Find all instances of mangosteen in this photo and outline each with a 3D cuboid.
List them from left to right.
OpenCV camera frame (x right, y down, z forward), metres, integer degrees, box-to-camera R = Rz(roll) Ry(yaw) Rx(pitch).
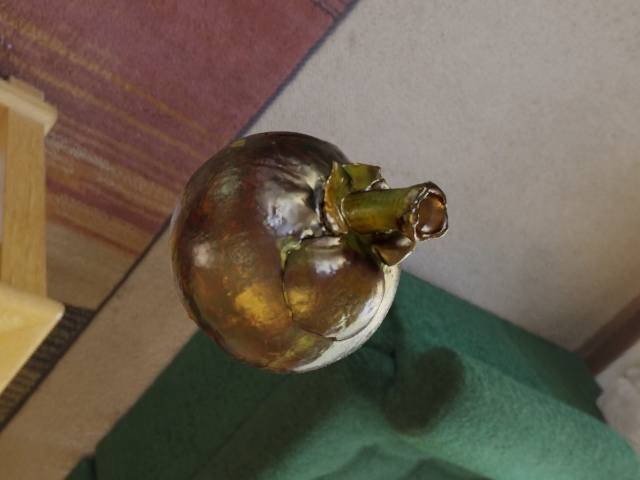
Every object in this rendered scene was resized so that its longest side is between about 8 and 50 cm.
[{"bbox_3d":[0.000,0.000,0.746,0.289,0.231,0.231,-19,140,36],"label":"mangosteen"}]
